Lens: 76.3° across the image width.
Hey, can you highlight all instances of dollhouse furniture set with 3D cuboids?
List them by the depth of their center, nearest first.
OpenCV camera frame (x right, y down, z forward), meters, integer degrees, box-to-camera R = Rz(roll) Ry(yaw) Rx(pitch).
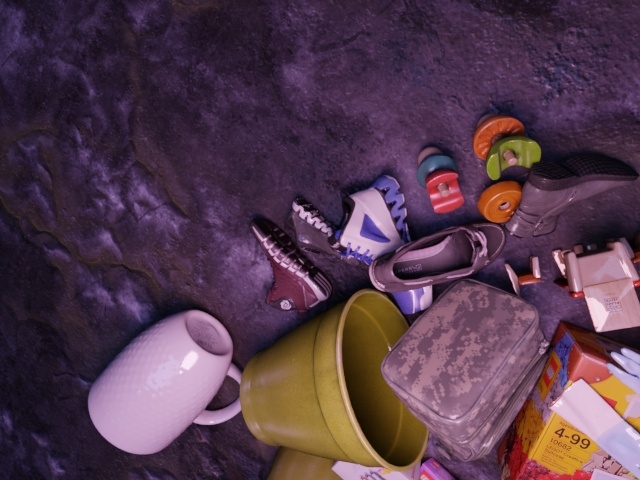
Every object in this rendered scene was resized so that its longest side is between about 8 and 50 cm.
[{"bbox_3d":[0.506,0.078,0.772,0.262,0.259,0.135,-16,83,22],"label":"dollhouse furniture set"}]

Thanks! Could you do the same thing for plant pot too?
[{"bbox_3d":[0.011,0.338,0.950,0.353,0.366,0.366,-24,90,31],"label":"plant pot"},{"bbox_3d":[-0.045,0.683,1.024,0.275,0.293,0.275,3,99,18],"label":"plant pot"}]

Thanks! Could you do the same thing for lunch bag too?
[{"bbox_3d":[0.311,0.267,0.828,0.212,0.305,0.256,24,152,48],"label":"lunch bag"}]

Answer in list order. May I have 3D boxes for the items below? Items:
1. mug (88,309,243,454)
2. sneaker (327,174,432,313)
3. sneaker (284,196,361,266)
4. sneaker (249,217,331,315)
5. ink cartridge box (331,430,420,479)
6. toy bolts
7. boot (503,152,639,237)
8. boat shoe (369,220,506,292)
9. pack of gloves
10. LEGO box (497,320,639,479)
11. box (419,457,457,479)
[{"bbox_3d":[-0.372,0.386,1.129,0.374,0.276,0.328,39,102,-22],"label":"mug"},{"bbox_3d":[0.117,0.023,0.928,0.182,0.127,0.315,-17,85,-13],"label":"sneaker"},{"bbox_3d":[0.000,0.000,1.029,0.234,0.078,0.106,41,111,13],"label":"sneaker"},{"bbox_3d":[-0.118,0.086,1.065,0.281,0.106,0.162,47,112,6],"label":"sneaker"},{"bbox_3d":[0.146,0.560,1.030,0.176,0.128,0.127,38,107,9],"label":"ink cartridge box"},{"bbox_3d":[0.326,-0.152,0.892,0.228,0.158,0.218,-15,133,10],"label":"toy bolts"},{"bbox_3d":[0.503,-0.086,0.840,0.246,0.083,0.161,-7,134,-11],"label":"boot"},{"bbox_3d":[0.265,0.032,0.844,0.335,0.095,0.112,-16,84,-15],"label":"boat shoe"},{"bbox_3d":[0.561,0.308,0.692,0.232,0.046,0.195,39,108,10],"label":"pack of gloves"},{"bbox_3d":[0.673,0.445,0.802,0.500,0.193,0.372,21,104,15],"label":"LEGO box"},{"bbox_3d":[0.327,0.707,0.964,0.293,0.057,0.201,34,108,39],"label":"box"}]
